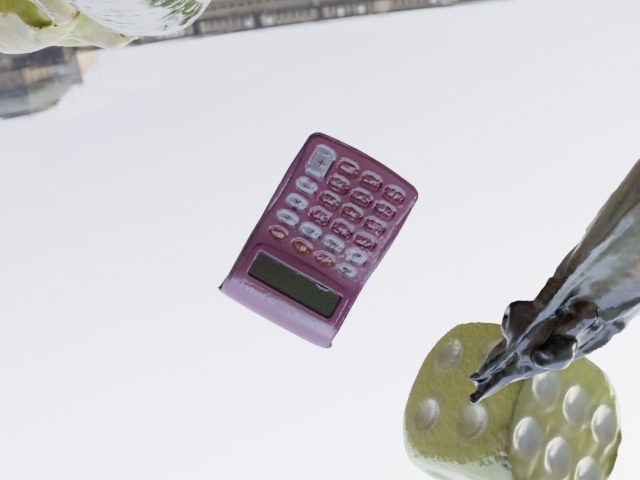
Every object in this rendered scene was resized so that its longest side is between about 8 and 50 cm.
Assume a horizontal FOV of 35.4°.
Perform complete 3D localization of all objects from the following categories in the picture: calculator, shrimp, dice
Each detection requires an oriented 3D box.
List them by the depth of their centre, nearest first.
[{"bbox_3d":[0.182,-0.002,0.450,0.262,0.198,0.051,-46,-126,2],"label":"shrimp"},{"bbox_3d":[0.000,0.000,0.973,0.127,0.190,0.034,30,-171,-5],"label":"calculator"},{"bbox_3d":[0.205,0.195,1.079,0.169,0.169,0.166,-5,-123,56],"label":"dice"}]

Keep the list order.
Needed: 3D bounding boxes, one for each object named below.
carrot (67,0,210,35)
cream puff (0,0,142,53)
[{"bbox_3d":[-0.080,-0.110,0.298,0.074,0.074,0.358,-7,-174,2],"label":"carrot"},{"bbox_3d":[-0.156,-0.195,0.533,0.221,0.194,0.194,39,-140,4],"label":"cream puff"}]
